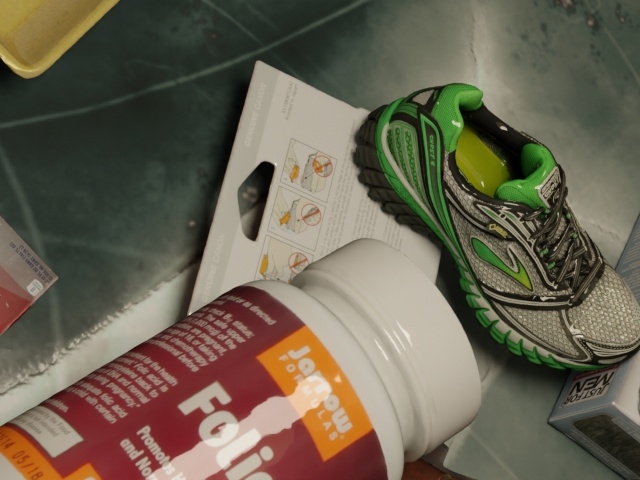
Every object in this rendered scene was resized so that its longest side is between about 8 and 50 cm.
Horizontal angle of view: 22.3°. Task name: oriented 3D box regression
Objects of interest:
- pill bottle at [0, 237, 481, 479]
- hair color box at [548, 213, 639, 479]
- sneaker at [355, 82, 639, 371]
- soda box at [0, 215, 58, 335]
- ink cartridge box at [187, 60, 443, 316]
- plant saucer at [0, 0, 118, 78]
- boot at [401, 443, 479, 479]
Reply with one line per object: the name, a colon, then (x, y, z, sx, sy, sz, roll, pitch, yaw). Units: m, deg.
pill bottle: (-0.075, 0.170, 1.318, 0.392, 0.224, 0.224, -31, 92, -23)
hair color box: (0.403, 0.081, 1.711, 0.185, 0.113, 0.374, 37, 62, -15)
sneaker: (0.188, -0.005, 1.530, 0.343, 0.146, 0.134, 43, 59, -15)
soda box: (-0.345, -0.026, 1.338, 0.263, 0.083, 0.092, 48, 58, -8)
ink cartridge box: (0.000, 0.000, 1.539, 0.239, 0.060, 0.275, 23, 66, -21)
plant saucer: (-0.287, -0.348, 1.469, 0.333, 0.081, 0.332, 46, 60, -10)
boot: (0.113, 0.301, 1.410, 0.264, 0.096, 0.280, 37, 35, -3)
